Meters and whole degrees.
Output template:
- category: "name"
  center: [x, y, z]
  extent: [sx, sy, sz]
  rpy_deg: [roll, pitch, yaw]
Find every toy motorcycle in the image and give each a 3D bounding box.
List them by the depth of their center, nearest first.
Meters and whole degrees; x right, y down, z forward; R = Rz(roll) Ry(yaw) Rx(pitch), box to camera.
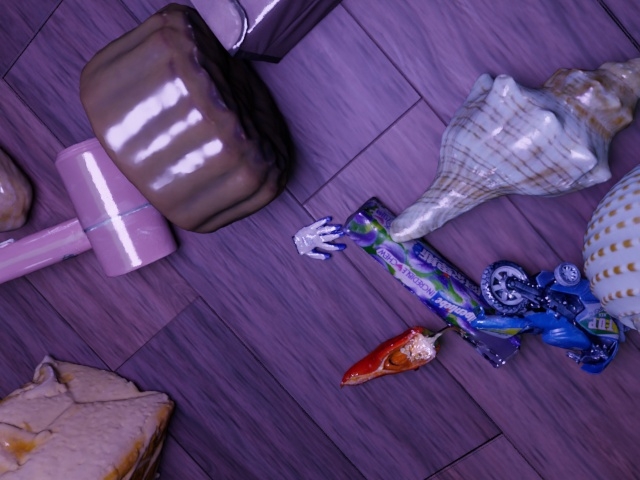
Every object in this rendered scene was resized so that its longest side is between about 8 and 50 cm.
- category: "toy motorcycle"
  center: [0.334, 0.109, 0.790]
  extent: [0.255, 0.092, 0.135]
  rpy_deg: [13, 68, -9]

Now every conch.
- category: "conch"
  center: [0.499, -0.009, 0.684]
  extent: [0.303, 0.215, 0.319]
  rpy_deg: [19, 103, -7]
- category: "conch"
  center: [0.248, -0.135, 0.731]
  extent: [0.386, 0.203, 0.169]
  rpy_deg: [-22, 142, 6]

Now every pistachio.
- category: "pistachio"
  center: [-0.590, -0.105, 0.941]
  extent: [0.238, 0.137, 0.153]
  rpy_deg: [41, 137, -8]

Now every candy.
- category: "candy"
  center: [0.168, 0.057, 0.842]
  extent: [0.312, 0.088, 0.061]
  rpy_deg: [41, 114, -1]

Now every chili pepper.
- category: "chili pepper"
  center: [0.120, 0.180, 0.883]
  extent: [0.059, 0.050, 0.268]
  rpy_deg: [47, 132, -3]

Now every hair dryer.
- category: "hair dryer"
  center: [-0.430, -0.016, 0.894]
  extent: [0.353, 0.125, 0.210]
  rpy_deg: [-22, 99, -3]

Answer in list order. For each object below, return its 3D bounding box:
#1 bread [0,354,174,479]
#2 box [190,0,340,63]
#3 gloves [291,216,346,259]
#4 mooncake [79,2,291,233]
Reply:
- category: "bread"
  center: [-0.451, 0.443, 0.932]
  extent: [0.280, 0.390, 0.371]
  rpy_deg: [16, 109, 3]
- category: "box"
  center: [-0.105, -0.387, 0.737]
  extent: [0.153, 0.188, 0.252]
  rpy_deg: [-35, 93, 21]
- category: "gloves"
  center: [0.000, 0.000, 0.898]
  extent: [0.086, 0.026, 0.064]
  rpy_deg: [-22, 101, 12]
- category: "mooncake"
  center: [-0.158, -0.158, 0.753]
  extent: [0.161, 0.290, 0.290]
  rpy_deg: [-29, 97, 14]
